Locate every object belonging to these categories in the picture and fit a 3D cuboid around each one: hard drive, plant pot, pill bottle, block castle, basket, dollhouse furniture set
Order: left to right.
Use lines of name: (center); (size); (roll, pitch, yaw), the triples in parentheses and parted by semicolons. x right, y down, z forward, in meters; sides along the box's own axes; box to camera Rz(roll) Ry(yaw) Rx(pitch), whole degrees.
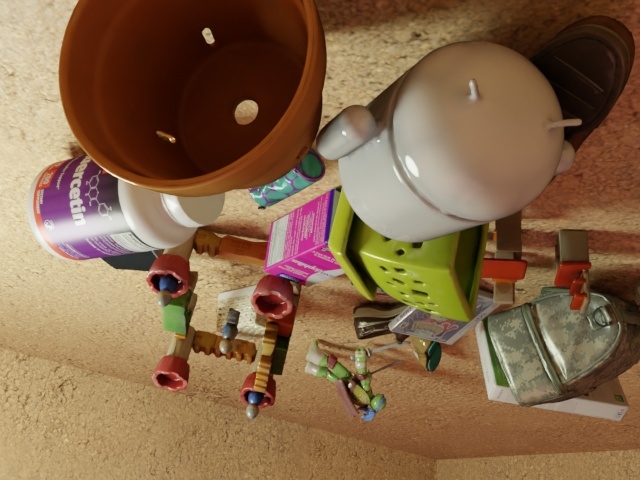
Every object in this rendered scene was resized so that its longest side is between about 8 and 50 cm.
hard drive: (-0.417, 0.002, 1.557); (0.171, 0.054, 0.255); (4, 155, 8)
pill bottle: (-0.326, -0.068, 1.221); (0.322, 0.182, 0.181); (-8, 151, 30)
plant pot: (-0.116, -0.179, 0.836); (0.290, 0.291, 0.203); (1, 172, 16)
block castle: (-0.213, 0.196, 1.584); (0.302, 0.213, 0.453); (11, 137, -1)
basket: (-0.175, 0.186, 1.829); (0.167, 0.103, 0.113); (-16, 148, 40)
plant pot: (0.144, -0.018, 1.149); (0.207, 0.228, 0.227); (5, 157, 22)
dollhouse furniture set: (0.357, 0.052, 1.333); (0.259, 0.135, 0.262); (2, 155, 13)

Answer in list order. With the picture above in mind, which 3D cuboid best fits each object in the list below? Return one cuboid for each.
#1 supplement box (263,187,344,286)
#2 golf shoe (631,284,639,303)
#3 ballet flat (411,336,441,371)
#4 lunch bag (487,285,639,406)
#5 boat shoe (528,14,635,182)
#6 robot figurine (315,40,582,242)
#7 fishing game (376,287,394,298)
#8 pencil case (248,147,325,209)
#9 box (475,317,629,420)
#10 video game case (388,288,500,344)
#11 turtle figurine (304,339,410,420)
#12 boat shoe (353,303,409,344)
supplement box: (0.000, 0.000, 1.358); (0.111, 0.114, 0.220); (21, 154, -29)
golf shoe: (0.717, 0.105, 1.453); (0.176, 0.069, 0.086); (10, 136, -11)
ballet flat: (0.289, 0.295, 1.991); (0.073, 0.080, 0.232); (29, 161, 23)
lunch bag: (0.526, 0.203, 1.484); (0.256, 0.213, 0.305); (-27, 157, 29)
boat shoe: (0.302, -0.181, 0.882); (0.110, 0.104, 0.307); (39, 163, 10)
robot figurine: (0.148, -0.109, 0.864); (0.299, 0.200, 0.353); (3, 171, -17)
fishing game: (0.189, 0.098, 1.602); (0.189, 0.041, 0.264); (4, 158, 6)
pencil case: (-0.060, -0.104, 1.202); (0.070, 0.065, 0.151); (-5, 168, -40)
box: (0.541, 0.301, 1.719); (0.321, 0.232, 0.059); (11, 126, -5)
video game case: (0.284, 0.165, 1.631); (0.201, 0.023, 0.183); (17, 131, -33)
turtle figurine: (0.103, 0.370, 2.156); (0.266, 0.275, 0.198); (24, -179, 11)
boat shoe: (0.200, 0.206, 1.756); (0.257, 0.095, 0.095); (-7, 163, 34)
